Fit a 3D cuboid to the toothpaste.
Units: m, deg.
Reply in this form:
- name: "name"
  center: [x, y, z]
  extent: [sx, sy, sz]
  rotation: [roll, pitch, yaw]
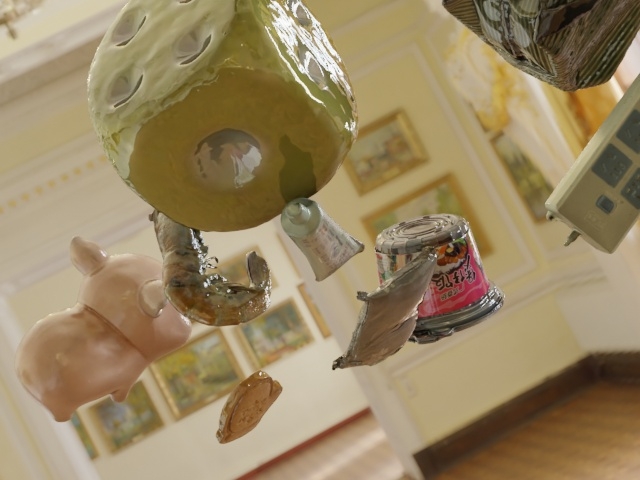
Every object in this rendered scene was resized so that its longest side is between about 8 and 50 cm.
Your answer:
- name: "toothpaste"
  center: [0.000, -0.001, 1.306]
  extent: [0.069, 0.047, 0.268]
  rotation: [-66, -18, -8]

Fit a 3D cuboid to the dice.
- name: "dice"
  center: [-0.112, -0.170, 1.271]
  extent: [0.238, 0.233, 0.227]
  rotation: [-31, -45, 20]

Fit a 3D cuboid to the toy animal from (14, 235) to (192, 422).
- name: "toy animal"
  center: [-0.380, 0.159, 1.928]
  extent: [0.326, 0.237, 0.269]
  rotation: [-25, -42, -46]

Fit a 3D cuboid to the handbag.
- name: "handbag"
  center: [0.332, -0.393, 1.532]
  extent: [0.240, 0.247, 0.341]
  rotation: [7, -72, -48]

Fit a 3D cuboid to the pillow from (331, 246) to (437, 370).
- name: "pillow"
  center: [0.106, 0.123, 1.735]
  extent: [0.169, 0.059, 0.255]
  rotation: [-28, -25, -25]

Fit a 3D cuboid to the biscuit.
- name: "biscuit"
  center: [-0.102, 0.247, 1.661]
  extent: [0.118, 0.023, 0.140]
  rotation: [-28, -32, -34]

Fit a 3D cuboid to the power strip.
- name: "power strip"
  center: [0.418, -0.140, 1.397]
  extent: [0.367, 0.106, 0.043]
  rotation: [-54, 15, 1]

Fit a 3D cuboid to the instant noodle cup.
- name: "instant noodle cup"
  center: [0.207, 0.057, 2.112]
  extent: [0.258, 0.182, 0.302]
  rotation: [-13, 15, 7]

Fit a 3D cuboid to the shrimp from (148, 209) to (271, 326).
- name: "shrimp"
  center: [-0.164, 0.013, 1.649]
  extent: [0.169, 0.296, 0.058]
  rotation: [4, -45, -25]
